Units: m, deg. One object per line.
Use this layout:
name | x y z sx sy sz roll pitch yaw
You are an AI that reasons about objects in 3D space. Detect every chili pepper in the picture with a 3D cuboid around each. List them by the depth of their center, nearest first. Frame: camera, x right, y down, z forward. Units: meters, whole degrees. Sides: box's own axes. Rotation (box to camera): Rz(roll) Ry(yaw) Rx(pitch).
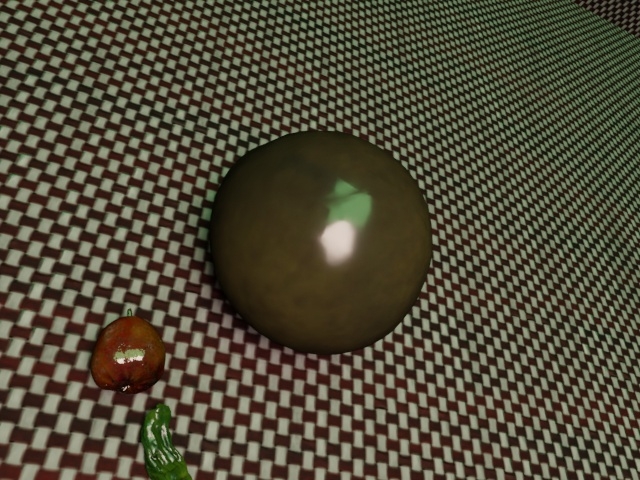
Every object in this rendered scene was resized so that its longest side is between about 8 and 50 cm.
chili pepper | -0.149 0.204 0.524 0.030 0.034 0.091 20 41 -61

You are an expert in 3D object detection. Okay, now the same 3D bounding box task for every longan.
longan | 0.000 0.000 0.613 0.257 0.258 0.258 15 53 -20

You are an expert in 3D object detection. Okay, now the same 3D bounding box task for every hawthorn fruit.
hawthorn fruit | -0.188 0.112 0.536 0.077 0.077 0.077 15 53 -20
